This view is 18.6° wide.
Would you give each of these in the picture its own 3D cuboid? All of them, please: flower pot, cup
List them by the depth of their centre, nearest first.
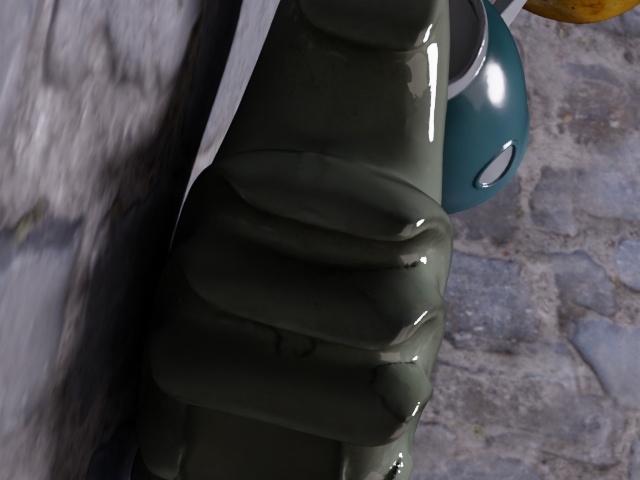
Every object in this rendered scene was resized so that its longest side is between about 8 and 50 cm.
[{"bbox_3d":[-0.011,0.040,1.115,0.367,0.165,0.254,100,4,-50],"label":"flower pot"},{"bbox_3d":[0.069,-0.119,1.407,0.300,0.167,0.173,-45,163,-10],"label":"cup"}]

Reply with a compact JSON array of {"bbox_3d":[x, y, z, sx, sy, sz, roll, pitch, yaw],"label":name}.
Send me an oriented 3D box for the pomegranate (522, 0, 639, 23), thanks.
[{"bbox_3d":[0.249,-0.345,1.893,0.264,0.264,0.264,17,90,-84],"label":"pomegranate"}]
